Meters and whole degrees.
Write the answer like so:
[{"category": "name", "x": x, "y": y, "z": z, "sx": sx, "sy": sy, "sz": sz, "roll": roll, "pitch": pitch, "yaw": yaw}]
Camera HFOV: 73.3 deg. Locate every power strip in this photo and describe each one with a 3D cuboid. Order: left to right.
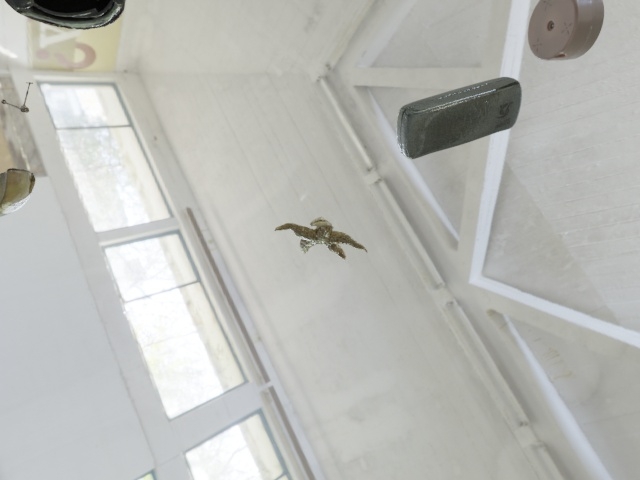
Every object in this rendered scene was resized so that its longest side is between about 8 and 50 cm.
[{"category": "power strip", "x": 0.550, "y": -0.490, "z": 0.972, "sx": 0.154, "sy": 0.078, "sz": 0.154, "roll": 172, "pitch": -90, "yaw": -77}]

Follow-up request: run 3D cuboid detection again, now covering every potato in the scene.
[{"category": "potato", "x": -0.742, "y": -0.097, "z": 0.986, "sx": 0.261, "sy": 0.120, "sz": 0.100, "roll": -4, "pitch": -88, "yaw": 21}]

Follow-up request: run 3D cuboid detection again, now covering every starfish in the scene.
[{"category": "starfish", "x": 0.000, "y": 0.000, "z": 1.273, "sx": 0.236, "sy": 0.277, "sz": 0.062, "roll": 110, "pitch": -12, "yaw": -63}]

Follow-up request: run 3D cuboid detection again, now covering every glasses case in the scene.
[{"category": "glasses case", "x": 0.343, "y": -0.305, "z": 1.063, "sx": 0.074, "sy": 0.322, "sz": 0.131, "roll": -120, "pitch": -165, "yaw": -47}]

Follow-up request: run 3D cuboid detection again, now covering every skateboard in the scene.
[{"category": "skateboard", "x": -0.811, "y": -0.394, "z": 1.156, "sx": 0.032, "sy": 0.063, "sz": 0.083, "roll": 14, "pitch": -93, "yaw": 34}]

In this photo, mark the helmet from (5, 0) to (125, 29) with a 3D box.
[{"category": "helmet", "x": -0.489, "y": -0.578, "z": 0.784, "sx": 0.338, "sy": 0.270, "sz": 0.197, "roll": 90, "pitch": -6, "yaw": -61}]
